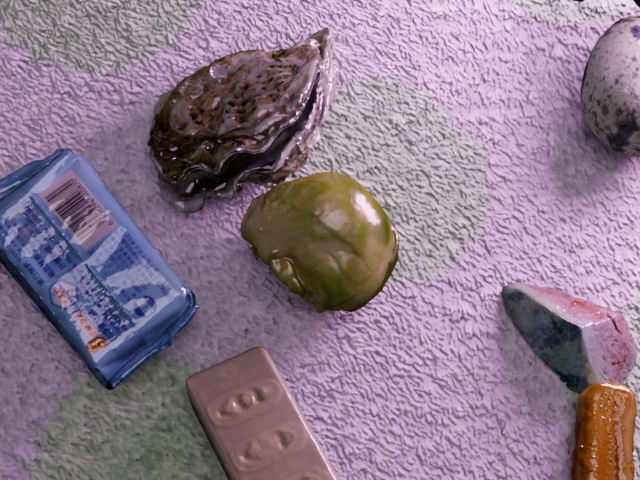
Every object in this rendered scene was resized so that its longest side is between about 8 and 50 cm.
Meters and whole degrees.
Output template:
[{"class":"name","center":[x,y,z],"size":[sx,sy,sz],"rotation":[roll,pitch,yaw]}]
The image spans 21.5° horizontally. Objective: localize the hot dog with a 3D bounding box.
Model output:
[{"class":"hot dog","center":[0.321,0.301,1.913],"size":[0.087,0.061,0.286],"rotation":[11,73,-2]}]

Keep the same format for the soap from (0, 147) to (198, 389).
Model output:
[{"class":"soap","center":[-0.271,0.027,1.948],"size":[0.156,0.077,0.293],"rotation":[-36,77,-14]}]

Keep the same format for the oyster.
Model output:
[{"class":"oyster","center":[-0.079,-0.144,2.015],"size":[0.267,0.112,0.198],"rotation":[-24,54,-4]}]

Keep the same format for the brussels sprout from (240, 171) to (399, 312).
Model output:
[{"class":"brussels sprout","center":[0.006,-0.006,1.959],"size":[0.183,0.131,0.145],"rotation":[41,95,8]}]

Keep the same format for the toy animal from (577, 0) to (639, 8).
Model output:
[{"class":"toy animal","center":[0.479,-0.298,2.074],"size":[0.343,0.168,0.106],"rotation":[18,69,-13]}]

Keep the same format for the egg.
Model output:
[{"class":"egg","center":[0.380,-0.186,2.038],"size":[0.132,0.132,0.172],"rotation":[-2,83,-5]}]

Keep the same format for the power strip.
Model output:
[{"class":"power strip","center":[-0.059,0.233,1.866],"size":[0.105,0.070,0.257],"rotation":[-23,54,-13]}]

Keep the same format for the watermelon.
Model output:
[{"class":"watermelon","center":[0.294,0.103,1.986],"size":[0.180,0.081,0.094],"rotation":[33,47,1]}]
